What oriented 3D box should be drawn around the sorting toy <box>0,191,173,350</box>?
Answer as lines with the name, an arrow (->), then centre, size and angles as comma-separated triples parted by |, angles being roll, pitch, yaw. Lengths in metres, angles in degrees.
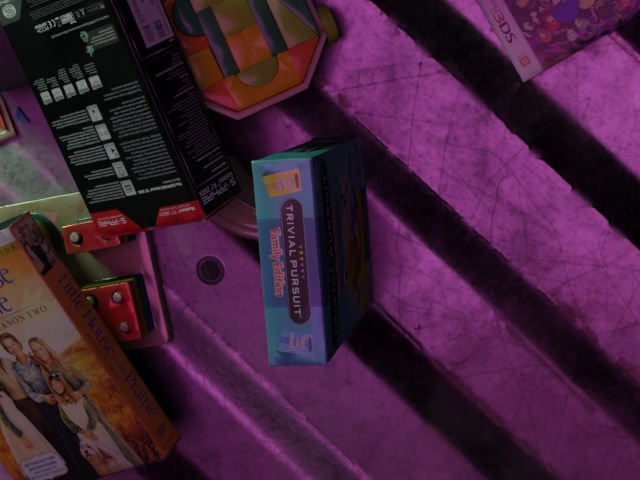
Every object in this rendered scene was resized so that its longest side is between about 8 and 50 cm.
sorting toy -> -0.385, 0.060, 1.688 | 0.255, 0.089, 0.257 | -9, 98, 14

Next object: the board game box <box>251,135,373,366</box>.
board game box -> 0.000, 0.000, 1.464 | 0.079, 0.336, 0.254 | -2, 100, 13

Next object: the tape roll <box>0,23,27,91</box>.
tape roll -> -0.502, -0.321, 1.598 | 0.219, 0.072, 0.219 | 25, 124, 43

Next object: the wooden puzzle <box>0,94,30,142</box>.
wooden puzzle -> -0.519, -0.185, 1.714 | 0.116, 0.014, 0.079 | -27, 93, 15

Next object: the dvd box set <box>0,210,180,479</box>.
dvd box set -> -0.443, 0.187, 1.657 | 0.307, 0.062, 0.420 | -20, 109, 28

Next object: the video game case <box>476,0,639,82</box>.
video game case -> 0.324, -0.362, 1.480 | 0.232, 0.042, 0.210 | -29, 94, 16

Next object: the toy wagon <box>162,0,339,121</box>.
toy wagon -> -0.143, -0.344, 1.528 | 0.267, 0.068, 0.344 | -25, 96, -5

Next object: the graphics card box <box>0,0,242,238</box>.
graphics card box -> -0.277, -0.195, 1.488 | 0.232, 0.094, 0.371 | -8, 112, 41

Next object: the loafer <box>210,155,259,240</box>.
loafer -> -0.135, -0.075, 1.587 | 0.268, 0.102, 0.092 | 24, 104, 20
